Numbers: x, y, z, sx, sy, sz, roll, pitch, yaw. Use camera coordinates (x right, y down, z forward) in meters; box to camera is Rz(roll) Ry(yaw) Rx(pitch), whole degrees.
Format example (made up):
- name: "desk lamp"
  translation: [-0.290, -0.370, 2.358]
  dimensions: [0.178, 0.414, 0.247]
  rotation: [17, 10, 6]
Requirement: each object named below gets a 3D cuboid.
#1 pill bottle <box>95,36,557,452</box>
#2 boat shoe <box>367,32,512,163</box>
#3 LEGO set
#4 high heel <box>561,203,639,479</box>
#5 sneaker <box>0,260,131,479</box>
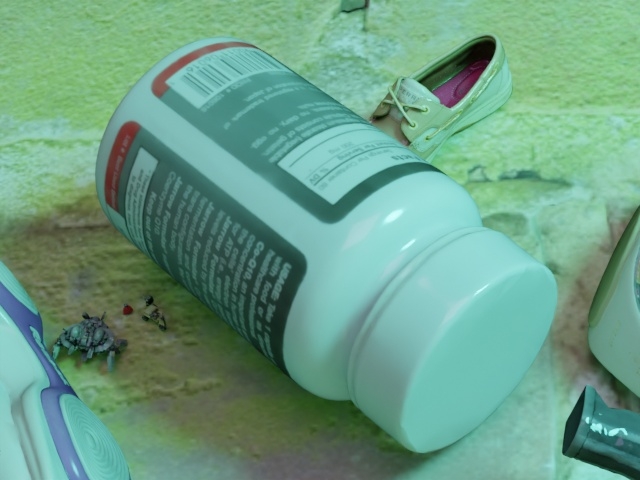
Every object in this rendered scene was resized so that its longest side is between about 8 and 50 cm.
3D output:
- name: "pill bottle"
  translation: [0.000, 0.000, 0.885]
  dimensions: [0.161, 0.161, 0.283]
  rotation: [-39, 56, -20]
- name: "boat shoe"
  translation: [0.071, -0.097, 1.017]
  dimensions: [0.170, 0.059, 0.063]
  rotation: [-39, 55, -21]
- name: "LEGO set"
  translation: [-0.148, 0.060, 0.951]
  dimensions: [0.083, 0.023, 0.054]
  rotation: [-40, 56, -21]
- name: "high heel"
  translation: [0.261, 0.070, 0.853]
  dimensions: [0.186, 0.093, 0.261]
  rotation: [22, 47, 4]
- name: "sneaker"
  translation: [-0.218, 0.130, 0.871]
  dimensions: [0.152, 0.114, 0.305]
  rotation: [-37, 49, -2]
